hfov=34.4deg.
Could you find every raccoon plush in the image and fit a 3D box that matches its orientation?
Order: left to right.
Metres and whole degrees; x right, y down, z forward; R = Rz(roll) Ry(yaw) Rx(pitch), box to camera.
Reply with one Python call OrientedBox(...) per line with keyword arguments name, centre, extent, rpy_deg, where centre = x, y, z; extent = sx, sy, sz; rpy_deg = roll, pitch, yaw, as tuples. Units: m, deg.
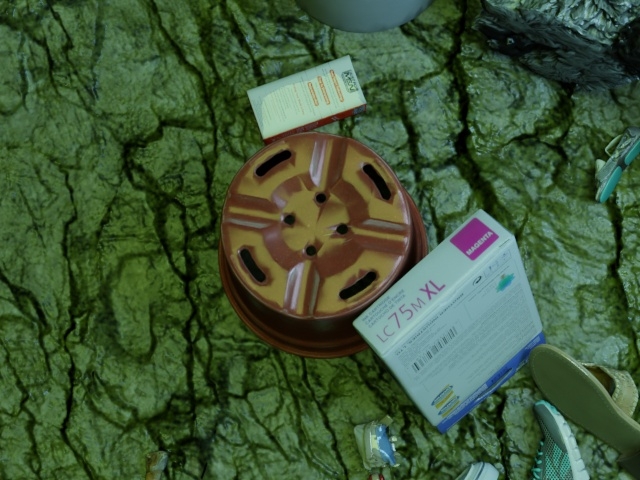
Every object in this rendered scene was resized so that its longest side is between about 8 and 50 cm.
OrientedBox(name="raccoon plush", centre=(0.394, -0.338, 1.233), extent=(0.447, 0.216, 0.299), rpy_deg=(22, 83, 27))

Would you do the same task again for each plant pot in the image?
OrientedBox(name="plant pot", centre=(0.000, 0.000, 1.202), extent=(0.273, 0.265, 0.272), rpy_deg=(0, 83, 1))

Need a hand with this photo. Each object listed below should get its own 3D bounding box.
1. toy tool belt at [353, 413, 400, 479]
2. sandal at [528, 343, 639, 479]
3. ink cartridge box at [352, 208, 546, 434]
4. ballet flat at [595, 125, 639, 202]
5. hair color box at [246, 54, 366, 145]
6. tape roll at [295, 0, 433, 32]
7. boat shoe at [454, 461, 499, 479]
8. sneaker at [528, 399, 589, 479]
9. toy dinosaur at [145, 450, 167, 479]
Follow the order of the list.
OrientedBox(name="toy tool belt", centre=(0.076, 0.260, 1.272), extent=(0.051, 0.052, 0.083), rpy_deg=(-19, 83, 8))
OrientedBox(name="sandal", centre=(0.359, 0.197, 1.272), extent=(0.240, 0.088, 0.079), rpy_deg=(45, 54, 0))
OrientedBox(name="ink cartridge box", centre=(0.160, 0.107, 1.182), extent=(0.186, 0.311, 0.065), rpy_deg=(-41, 56, -4))
OrientedBox(name="ballet flat", centre=(0.375, -0.100, 1.322), extent=(0.041, 0.041, 0.114), rpy_deg=(36, 85, 6))
OrientedBox(name="hair color box", centre=(-0.017, -0.181, 1.338), extent=(0.141, 0.043, 0.071), rpy_deg=(-19, 82, 0))
OrientedBox(name="tape roll", centre=(0.057, -0.405, 1.304), extent=(0.246, 0.169, 0.246), rpy_deg=(0, 83, 1))
OrientedBox(name="boat shoe", centre=(0.119, 0.345, 1.242), extent=(0.076, 0.083, 0.226), rpy_deg=(40, 86, 5))
OrientedBox(name="sneaker", centre=(0.283, 0.279, 1.259), extent=(0.076, 0.065, 0.166), rpy_deg=(-19, 81, 3))
OrientedBox(name="toy dinosaur", centre=(-0.219, 0.367, 1.270), extent=(0.112, 0.064, 0.211), rpy_deg=(18, 73, 22))
